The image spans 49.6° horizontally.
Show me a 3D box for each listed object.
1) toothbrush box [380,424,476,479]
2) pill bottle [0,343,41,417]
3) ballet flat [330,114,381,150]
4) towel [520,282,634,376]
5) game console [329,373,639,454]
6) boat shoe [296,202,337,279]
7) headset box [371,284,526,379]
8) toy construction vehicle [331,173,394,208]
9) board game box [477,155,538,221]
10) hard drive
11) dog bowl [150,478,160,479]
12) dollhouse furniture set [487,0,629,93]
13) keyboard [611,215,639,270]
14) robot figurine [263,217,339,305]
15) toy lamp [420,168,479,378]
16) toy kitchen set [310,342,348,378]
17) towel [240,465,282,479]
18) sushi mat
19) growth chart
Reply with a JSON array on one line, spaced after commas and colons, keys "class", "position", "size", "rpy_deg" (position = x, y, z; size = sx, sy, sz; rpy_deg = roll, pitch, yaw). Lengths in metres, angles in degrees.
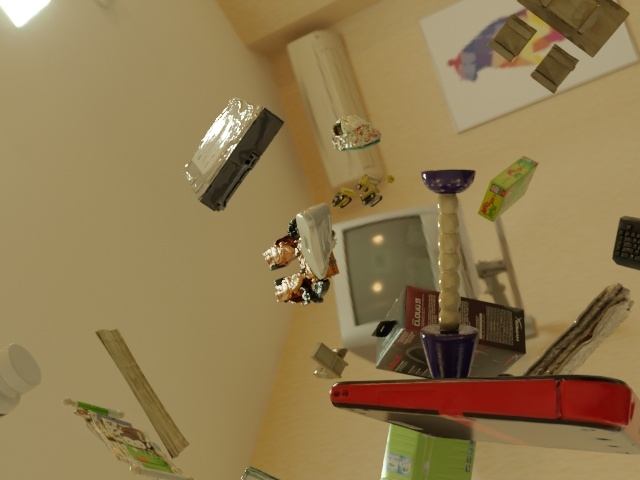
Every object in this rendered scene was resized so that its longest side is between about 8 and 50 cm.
[{"class": "toothbrush box", "position": [0.277, 0.564, 1.770], "size": [0.206, 0.122, 0.283], "rpy_deg": [18, -105, -32]}, {"class": "pill bottle", "position": [-0.575, 0.258, 1.168], "size": [0.112, 0.187, 0.112], "rpy_deg": [58, 180, -1]}, {"class": "ballet flat", "position": [0.067, -0.241, 1.553], "size": [0.077, 0.091, 0.241], "rpy_deg": [67, 169, -10]}, {"class": "towel", "position": [0.425, 0.193, 1.181], "size": [0.049, 0.282, 0.187], "rpy_deg": [45, -171, 27]}, {"class": "game console", "position": [0.243, 0.230, 0.921], "size": [0.386, 0.342, 0.060], "rpy_deg": [35, -123, -54]}, {"class": "boat shoe", "position": [0.000, 0.000, 1.251], "size": [0.066, 0.063, 0.184], "rpy_deg": [47, 160, 39]}, {"class": "headset box", "position": [0.260, 0.212, 1.502], "size": [0.218, 0.294, 0.110], "rpy_deg": [112, 169, -55]}, {"class": "toy construction vehicle", "position": [0.077, -0.095, 1.279], "size": [0.086, 0.098, 0.035], "rpy_deg": [8, -125, -39]}, {"class": "board game box", "position": [0.430, -0.120, 1.585], "size": [0.181, 0.043, 0.092], "rpy_deg": [-33, -34, -45]}, {"class": "hard drive", "position": [-0.207, -0.201, 1.539], "size": [0.064, 0.236, 0.339], "rpy_deg": [34, -176, -23]}, {"class": "dog bowl", "position": [-0.313, 0.600, 1.340], "size": [0.265, 0.104, 0.264], "rpy_deg": [-11, -90, -88]}, {"class": "dollhouse furniture set", "position": [0.325, -0.371, 1.013], "size": [0.242, 0.212, 0.161], "rpy_deg": [39, -157, 4]}, {"class": "keyboard", "position": [0.823, -0.008, 1.551], "size": [0.033, 0.317, 0.201], "rpy_deg": [5, -82, -43]}, {"class": "robot figurine", "position": [-0.048, 0.059, 1.713], "size": [0.085, 0.291, 0.210], "rpy_deg": [-14, -96, -29]}, {"class": "toy lamp", "position": [0.168, 0.046, 0.905], "size": [0.080, 0.080, 0.274], "rpy_deg": [-8, -81, -68]}, {"class": "toy kitchen set", "position": [0.008, 0.219, 1.341], "size": [0.075, 0.083, 0.068], "rpy_deg": [41, -118, -19]}, {"class": "towel", "position": [-0.137, 0.567, 1.474], "size": [0.113, 0.152, 0.023], "rpy_deg": [26, -174, -4]}, {"class": "sushi mat", "position": [-0.384, 0.324, 1.503], "size": [0.316, 0.019, 0.151], "rpy_deg": [58, 176, 3]}, {"class": "growth chart", "position": [-0.343, 0.364, 1.250], "size": [0.237, 0.021, 0.172], "rpy_deg": [30, 176, 33]}]
